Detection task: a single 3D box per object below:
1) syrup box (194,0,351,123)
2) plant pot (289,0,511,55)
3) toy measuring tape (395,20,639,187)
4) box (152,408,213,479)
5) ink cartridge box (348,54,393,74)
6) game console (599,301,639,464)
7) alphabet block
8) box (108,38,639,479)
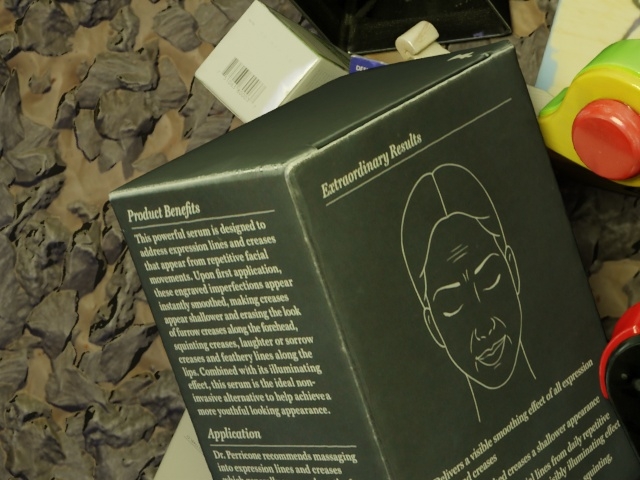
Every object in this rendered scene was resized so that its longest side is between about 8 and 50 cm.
[{"bbox_3d":[-0.010,-0.141,1.725,0.093,0.237,0.096,45,100,23],"label":"syrup box"},{"bbox_3d":[0.072,-0.303,1.752,0.187,0.188,0.167,-5,69,24],"label":"plant pot"},{"bbox_3d":[0.208,-0.133,1.478,0.330,0.121,0.121,31,95,24],"label":"toy measuring tape"},{"bbox_3d":[-0.095,0.247,1.731,0.113,0.094,0.275,41,122,23],"label":"box"},{"bbox_3d":[0.071,0.028,1.664,0.176,0.069,0.371,17,114,19],"label":"ink cartridge box"},{"bbox_3d":[0.422,0.198,1.403,0.342,0.060,0.386,-16,108,39],"label":"game console"},{"bbox_3d":[0.316,-0.132,1.603,0.197,0.193,0.192,15,90,25],"label":"alphabet block"},{"bbox_3d":[0.056,0.080,1.456,0.212,0.293,0.395,-6,107,45],"label":"box"}]
